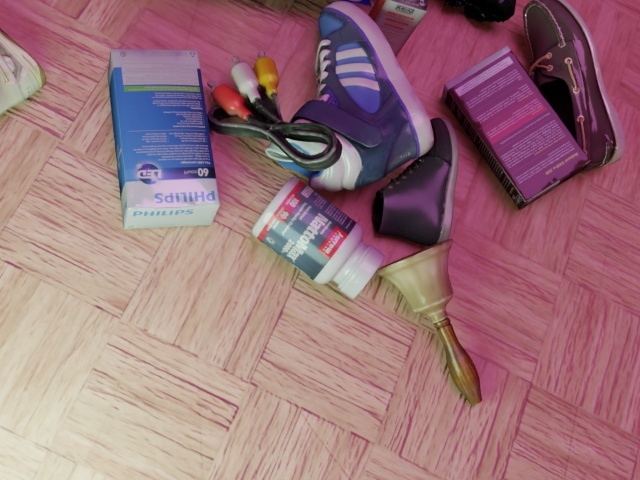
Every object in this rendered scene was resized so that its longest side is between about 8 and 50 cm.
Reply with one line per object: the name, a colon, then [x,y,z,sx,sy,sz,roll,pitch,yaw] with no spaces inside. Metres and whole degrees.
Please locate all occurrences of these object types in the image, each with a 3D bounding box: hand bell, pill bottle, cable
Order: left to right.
cable: [-0.084,-0.181,1.392,0.139,0.072,0.287,-34,43,-6]
pill bottle: [0.000,0.000,1.392,0.180,0.108,0.108,36,62,-1]
hand bell: [0.184,0.132,1.418,0.126,0.126,0.242,-22,89,-25]

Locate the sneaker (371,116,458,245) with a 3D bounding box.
sneaker: [0.148,-0.104,1.501,0.118,0.083,0.222,10,66,-14]

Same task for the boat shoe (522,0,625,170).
boat shoe: [0.418,-0.275,1.642,0.096,0.116,0.324,-16,84,-24]

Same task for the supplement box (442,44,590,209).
supplement box: [0.321,-0.187,1.576,0.130,0.073,0.239,-32,79,-2]

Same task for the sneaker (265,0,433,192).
sneaker: [0.004,-0.220,1.478,0.236,0.130,0.323,-23,66,-15]

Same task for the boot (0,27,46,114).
boot: [-0.522,-0.248,1.344,0.213,0.077,0.165,40,63,-2]

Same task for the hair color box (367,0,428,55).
hair color box: [0.120,-0.365,1.569,0.072,0.141,0.043,14,67,-13]

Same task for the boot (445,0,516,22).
boot: [0.350,-0.473,1.717,0.246,0.094,0.207,15,60,-4]

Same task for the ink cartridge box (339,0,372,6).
ink cartridge box: [-0.094,-0.484,1.565,0.370,0.069,0.176,8,43,-17]

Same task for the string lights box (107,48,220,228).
string lights box: [-0.234,-0.152,1.397,0.133,0.077,0.260,-3,69,-19]
